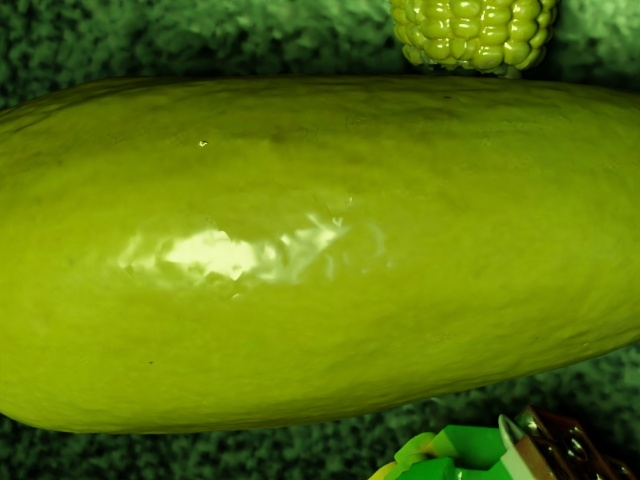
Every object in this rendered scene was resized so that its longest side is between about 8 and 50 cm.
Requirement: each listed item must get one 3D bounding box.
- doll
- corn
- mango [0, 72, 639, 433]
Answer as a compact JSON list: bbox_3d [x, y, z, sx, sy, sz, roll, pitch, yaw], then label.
[{"bbox_3d":[0.056,0.146,0.814,0.186,0.106,0.134,-18,69,35],"label":"doll"},{"bbox_3d":[0.056,-0.176,0.753,0.080,0.080,0.238,2,107,13],"label":"corn"},{"bbox_3d":[-0.004,0.000,0.751,0.332,0.195,0.142,-7,87,14],"label":"mango"}]
